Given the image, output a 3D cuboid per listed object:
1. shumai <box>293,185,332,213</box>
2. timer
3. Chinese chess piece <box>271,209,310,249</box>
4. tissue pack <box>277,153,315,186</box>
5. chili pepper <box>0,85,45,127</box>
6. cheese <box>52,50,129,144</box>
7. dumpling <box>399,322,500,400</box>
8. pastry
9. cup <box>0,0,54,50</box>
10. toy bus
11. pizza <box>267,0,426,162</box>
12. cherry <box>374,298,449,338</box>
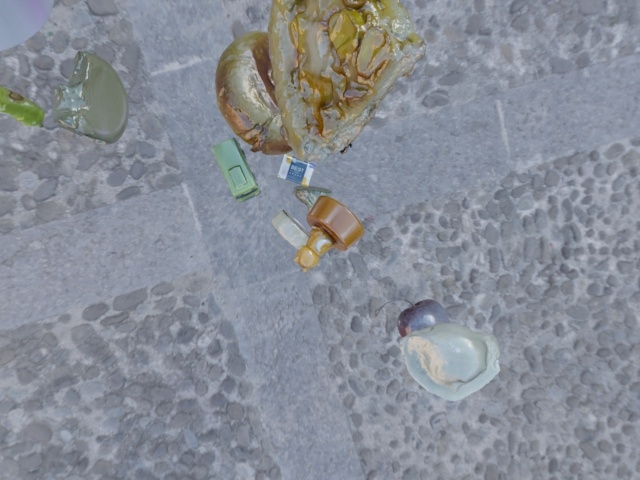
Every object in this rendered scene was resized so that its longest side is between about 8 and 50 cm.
[{"bbox_3d":[-0.027,-0.127,1.411,0.123,0.099,0.087,11,106,10],"label":"shumai"},{"bbox_3d":[0.000,0.000,0.963,0.132,0.132,0.152,44,75,-11],"label":"timer"},{"bbox_3d":[-0.074,-0.026,1.165,0.122,0.122,0.051,44,93,-11],"label":"Chinese chess piece"},{"bbox_3d":[-0.061,-0.175,1.110,0.083,0.042,0.062,19,101,-9],"label":"tissue pack"},{"bbox_3d":[-0.468,-0.203,0.596,0.049,0.208,0.043,37,98,32],"label":"chili pepper"},{"bbox_3d":[-0.516,-0.322,1.000,0.091,0.175,0.203,0,87,20],"label":"cheese"},{"bbox_3d":[0.260,0.244,0.890,0.181,0.111,0.155,-7,83,26],"label":"dumpling"},{"bbox_3d":[-0.140,-0.419,1.264,0.356,0.163,0.356,8,77,-34],"label":"pastry"},{"bbox_3d":[-0.624,-0.506,0.698,0.253,0.371,0.253,2,71,-7],"label":"cup"},{"bbox_3d":[-0.253,-0.210,1.333,0.088,0.101,0.175,-25,86,-2],"label":"toy bus"},{"bbox_3d":[0.013,-0.150,0.353,0.062,0.161,0.182,-10,112,-45],"label":"pizza"},{"bbox_3d":[0.224,0.217,1.044,0.188,0.115,0.148,-19,119,-38],"label":"cherry"}]
